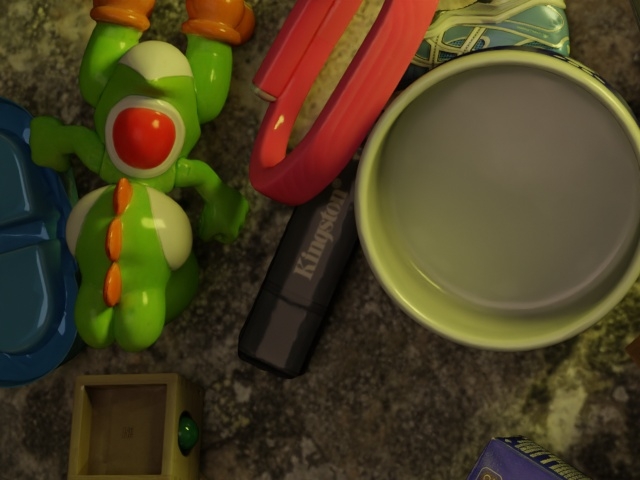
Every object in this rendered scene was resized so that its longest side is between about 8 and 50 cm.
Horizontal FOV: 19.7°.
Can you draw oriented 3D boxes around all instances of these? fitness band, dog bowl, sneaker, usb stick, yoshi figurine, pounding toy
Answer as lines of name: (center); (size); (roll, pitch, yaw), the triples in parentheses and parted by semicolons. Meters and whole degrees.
fitness band: (0.015, -0.170, 1.697); (0.054, 0.209, 0.291); (26, 101, -23)
dog bowl: (-0.316, 0.001, 1.878); (0.165, 0.074, 0.297); (-15, 83, 19)
sneaker: (0.132, -0.172, 1.710); (0.211, 0.080, 0.081); (-20, 80, 19)
usb stick: (0.000, 0.000, 1.774); (0.077, 0.045, 0.278); (26, 97, 20)
dog bowl: (0.167, -0.041, 1.645); (0.264, 0.104, 0.265); (2, 102, 9)
yoshi figurine: (-0.169, -0.066, 1.783); (0.203, 0.203, 0.362); (-1, 75, 42)
pounding toy: (-0.162, 0.204, 1.813); (0.141, 0.100, 0.130); (-3, 73, 18)

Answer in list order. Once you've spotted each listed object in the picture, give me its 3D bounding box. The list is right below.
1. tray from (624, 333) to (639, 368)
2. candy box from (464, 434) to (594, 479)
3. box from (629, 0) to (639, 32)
tray: (0.452, 0.042, 1.503); (0.203, 0.076, 0.411); (52, 130, 14)
candy box: (0.232, 0.366, 1.636); (0.317, 0.122, 0.268); (32, 98, 19)
box: (0.386, -0.251, 1.630); (0.231, 0.056, 0.183); (-19, 82, 19)
